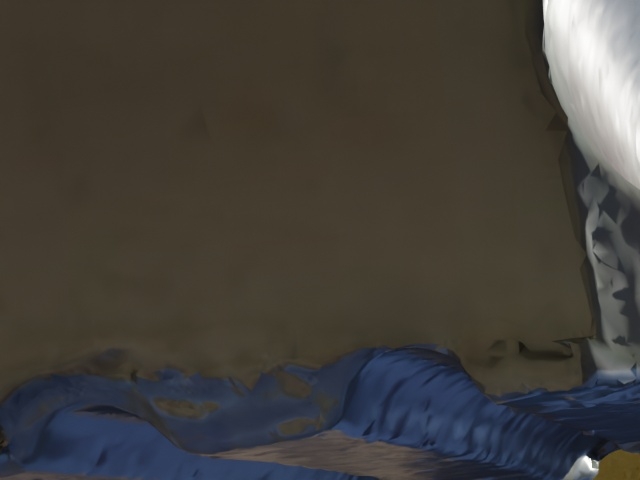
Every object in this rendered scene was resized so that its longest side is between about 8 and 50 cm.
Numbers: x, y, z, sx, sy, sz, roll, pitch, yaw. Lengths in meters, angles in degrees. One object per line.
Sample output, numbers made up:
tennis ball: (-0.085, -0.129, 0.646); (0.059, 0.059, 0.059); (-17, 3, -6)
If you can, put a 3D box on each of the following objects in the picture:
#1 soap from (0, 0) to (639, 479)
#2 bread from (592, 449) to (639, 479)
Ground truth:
soap: (0.000, 0.000, 0.728); (0.350, 0.213, 0.435); (-12, 166, 19)
bread: (0.326, 0.249, 1.417); (0.405, 0.242, 0.345); (-19, -149, 24)
